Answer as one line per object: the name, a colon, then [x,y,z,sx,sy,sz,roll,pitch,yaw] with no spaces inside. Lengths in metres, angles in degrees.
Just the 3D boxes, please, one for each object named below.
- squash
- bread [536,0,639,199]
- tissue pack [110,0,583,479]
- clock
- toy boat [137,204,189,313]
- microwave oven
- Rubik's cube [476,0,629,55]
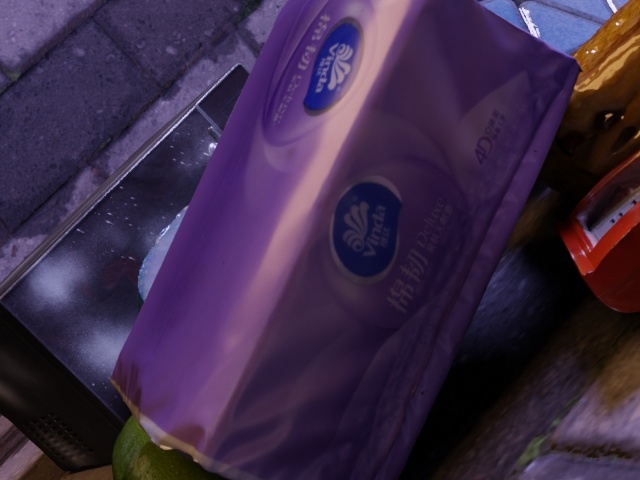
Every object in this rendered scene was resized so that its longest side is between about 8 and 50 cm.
squash: [-0.109,0.190,0.960,0.101,0.101,0.378,-44,14,-6]
bread: [0.237,-0.114,0.909,0.210,0.099,0.235,-40,5,4]
tissue pack: [0.000,0.000,0.845,0.338,0.160,0.242,-65,22,-6]
clock: [0.203,-0.013,0.734,0.113,0.061,0.155,-41,8,12]
toy boat: [-0.044,0.017,1.321,0.330,0.123,0.215,-41,43,-22]
microwave oven: [-0.215,0.042,1.538,0.432,0.236,0.374,-49,13,-30]
Rubik's cube: [0.156,-0.172,1.137,0.228,0.233,0.229,9,73,50]
